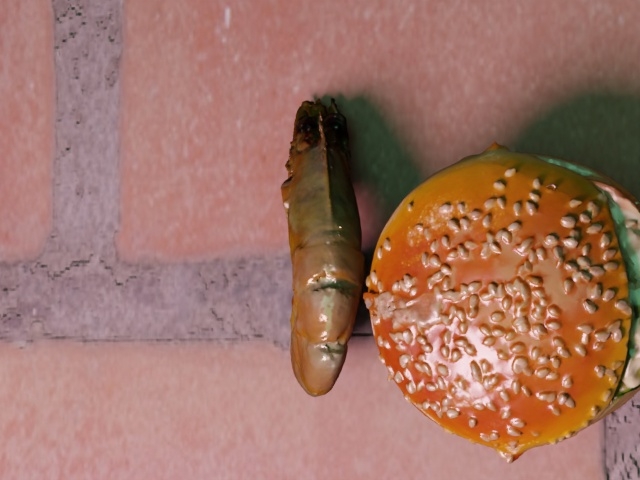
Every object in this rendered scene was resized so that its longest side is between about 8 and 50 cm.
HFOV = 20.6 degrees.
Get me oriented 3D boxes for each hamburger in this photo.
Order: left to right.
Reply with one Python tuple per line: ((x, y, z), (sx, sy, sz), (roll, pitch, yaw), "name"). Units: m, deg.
((0.145, 0.041, 1.299), (0.237, 0.147, 0.237), (0, 88, 7), "hamburger")

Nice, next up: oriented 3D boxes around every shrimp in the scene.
((-0.001, 0.000, 1.388), (0.061, 0.145, 0.267), (-2, 60, -7), "shrimp")
